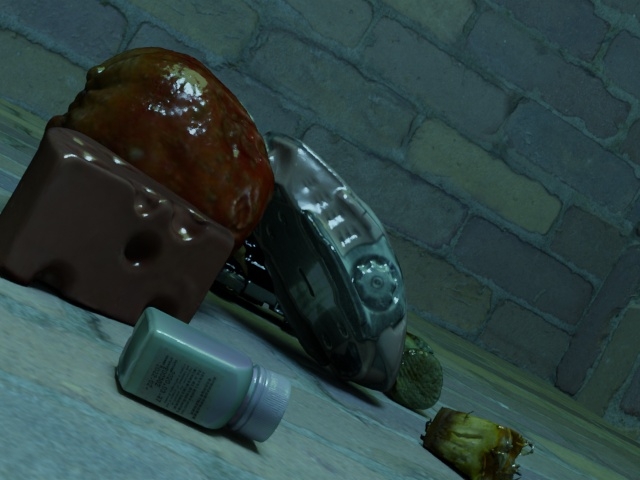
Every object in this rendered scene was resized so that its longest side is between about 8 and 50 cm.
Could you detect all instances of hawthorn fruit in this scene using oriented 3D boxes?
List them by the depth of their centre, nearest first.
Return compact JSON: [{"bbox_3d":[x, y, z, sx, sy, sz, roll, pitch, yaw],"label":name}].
[{"bbox_3d":[-0.177,-0.081,1.211,0.261,0.258,0.258,34,3,8],"label":"hawthorn fruit"}]

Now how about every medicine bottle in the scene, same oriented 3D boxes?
[{"bbox_3d":[-0.084,0.100,0.796,0.118,0.055,0.074,27,2,-16],"label":"medicine bottle"}]

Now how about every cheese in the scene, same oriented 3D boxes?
[{"bbox_3d":[-0.211,-0.010,0.971,0.203,0.128,0.177,34,5,17],"label":"cheese"}]

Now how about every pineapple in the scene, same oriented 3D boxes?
[{"bbox_3d":[0.165,0.224,1.181,0.116,0.069,0.137,24,-8,13],"label":"pineapple"}]

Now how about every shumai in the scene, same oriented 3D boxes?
[{"bbox_3d":[0.113,0.175,1.424,0.083,0.082,0.080,50,-4,-13],"label":"shumai"}]

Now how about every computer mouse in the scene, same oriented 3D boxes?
[{"bbox_3d":[0.006,-0.001,1.323,0.389,0.115,0.199,64,-29,7],"label":"computer mouse"}]

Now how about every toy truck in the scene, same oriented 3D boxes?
[{"bbox_3d":[-0.099,0.034,1.518,0.253,0.114,0.124,29,-9,-7],"label":"toy truck"}]

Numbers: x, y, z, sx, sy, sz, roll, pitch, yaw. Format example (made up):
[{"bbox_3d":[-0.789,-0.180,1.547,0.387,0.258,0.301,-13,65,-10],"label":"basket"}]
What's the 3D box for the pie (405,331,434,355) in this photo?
[{"bbox_3d":[0.045,0.126,1.724,0.302,0.067,0.302,29,1,-1],"label":"pie"}]
